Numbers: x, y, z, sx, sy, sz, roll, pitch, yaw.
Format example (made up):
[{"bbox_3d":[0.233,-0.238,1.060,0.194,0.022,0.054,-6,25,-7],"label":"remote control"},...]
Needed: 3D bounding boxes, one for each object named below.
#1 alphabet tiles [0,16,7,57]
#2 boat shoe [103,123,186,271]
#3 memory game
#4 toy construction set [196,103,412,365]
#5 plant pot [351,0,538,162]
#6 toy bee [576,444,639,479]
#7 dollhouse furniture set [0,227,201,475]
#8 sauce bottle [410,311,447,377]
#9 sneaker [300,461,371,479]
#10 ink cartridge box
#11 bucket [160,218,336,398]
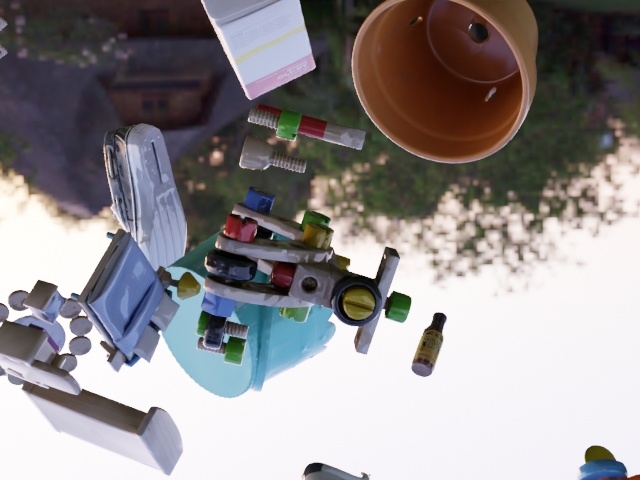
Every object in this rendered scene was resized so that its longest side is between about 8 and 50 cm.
[{"bbox_3d":[-0.610,-0.321,1.929,0.198,0.009,0.237,-33,138,18],"label":"alphabet tiles"},{"bbox_3d":[-0.351,-0.070,2.479,0.119,0.335,0.121,5,-161,32],"label":"boat shoe"},{"bbox_3d":[-0.436,0.147,1.902,0.186,0.186,0.012,-4,-146,-17],"label":"memory game"},{"bbox_3d":[0.000,0.000,1.495,0.237,0.308,0.257,14,166,0],"label":"toy construction set"},{"bbox_3d":[0.224,-0.297,2.000,0.291,0.291,0.203,3,-147,30],"label":"plant pot"},{"bbox_3d":[0.427,0.377,1.721,0.162,0.195,0.298,29,155,-33],"label":"toy bee"},{"bbox_3d":[-0.255,0.119,1.744,0.198,0.303,0.286,16,152,21],"label":"dollhouse furniture set"},{"bbox_3d":[0.187,0.174,2.133,0.042,0.042,0.128,2,-136,22],"label":"sauce bottle"},{"bbox_3d":[0.061,0.348,1.625,0.094,0.091,0.258,-22,147,20],"label":"sneaker"},{"bbox_3d":[-0.146,-0.472,2.356,0.160,0.279,0.384,-24,167,0],"label":"ink cartridge box"},{"bbox_3d":[-0.128,0.113,2.049,0.281,0.281,0.183,7,-150,46],"label":"bucket"}]
